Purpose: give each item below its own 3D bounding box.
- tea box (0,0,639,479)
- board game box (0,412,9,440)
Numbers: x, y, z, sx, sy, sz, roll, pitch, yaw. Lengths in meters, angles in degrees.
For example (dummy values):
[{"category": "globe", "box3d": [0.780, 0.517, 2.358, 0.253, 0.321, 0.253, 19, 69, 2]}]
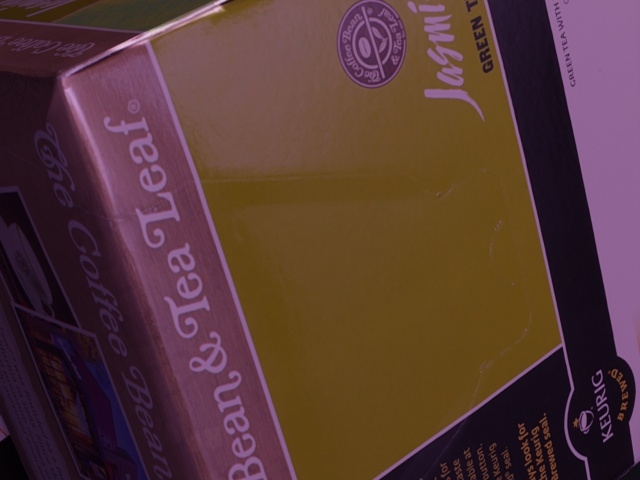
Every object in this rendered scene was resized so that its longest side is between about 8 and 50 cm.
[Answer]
[{"category": "tea box", "box3d": [0.000, 0.000, 0.694, 0.324, 0.220, 0.329, -30, 117, -32]}, {"category": "board game box", "box3d": [-0.220, 0.060, 0.718, 0.201, 0.035, 0.136, -36, 119, -17]}]
